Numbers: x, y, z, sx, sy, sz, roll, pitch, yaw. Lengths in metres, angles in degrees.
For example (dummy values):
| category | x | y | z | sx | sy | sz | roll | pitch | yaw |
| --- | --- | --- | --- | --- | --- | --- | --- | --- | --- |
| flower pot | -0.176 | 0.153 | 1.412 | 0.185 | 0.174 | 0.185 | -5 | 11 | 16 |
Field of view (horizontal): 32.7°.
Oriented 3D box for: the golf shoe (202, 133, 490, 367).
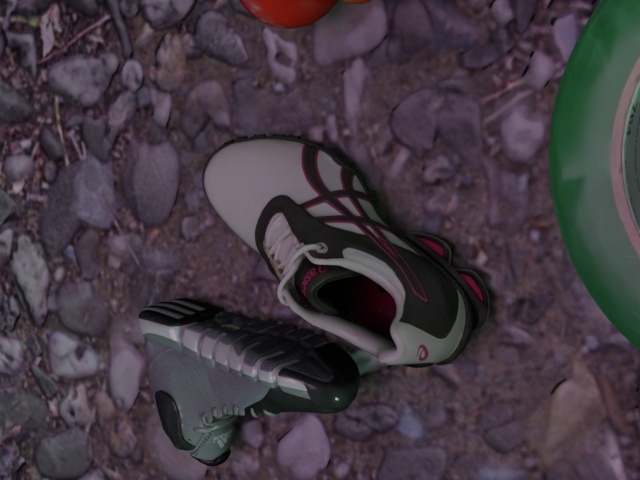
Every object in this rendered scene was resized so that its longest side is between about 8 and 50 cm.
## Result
| category | x | y | z | sx | sy | sz | roll | pitch | yaw |
| --- | --- | --- | --- | --- | --- | --- | --- | --- | --- |
| golf shoe | 0.000 | 0.000 | 0.838 | 0.272 | 0.120 | 0.105 | 33 | 114 | 25 |

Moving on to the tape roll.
| category | x | y | z | sx | sy | sz | roll | pitch | yaw |
| --- | --- | --- | --- | --- | --- | --- | --- | --- | --- |
| tape roll | 0.304 | -0.053 | 0.662 | 0.321 | 0.077 | 0.322 | 4 | 99 | 30 |

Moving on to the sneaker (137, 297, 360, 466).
| category | x | y | z | sx | sy | sz | roll | pitch | yaw |
| --- | --- | --- | --- | --- | --- | --- | --- | --- | --- |
| sneaker | -0.063 | 0.137 | 0.922 | 0.228 | 0.086 | 0.132 | 16 | 110 | 39 |

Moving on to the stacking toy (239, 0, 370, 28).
| category | x | y | z | sx | sy | sz | roll | pitch | yaw |
| --- | --- | --- | --- | --- | --- | --- | --- | --- | --- |
| stacking toy | 0.071 | -0.226 | 0.766 | 0.330 | 0.141 | 0.141 | -15 | 89 | 37 |
